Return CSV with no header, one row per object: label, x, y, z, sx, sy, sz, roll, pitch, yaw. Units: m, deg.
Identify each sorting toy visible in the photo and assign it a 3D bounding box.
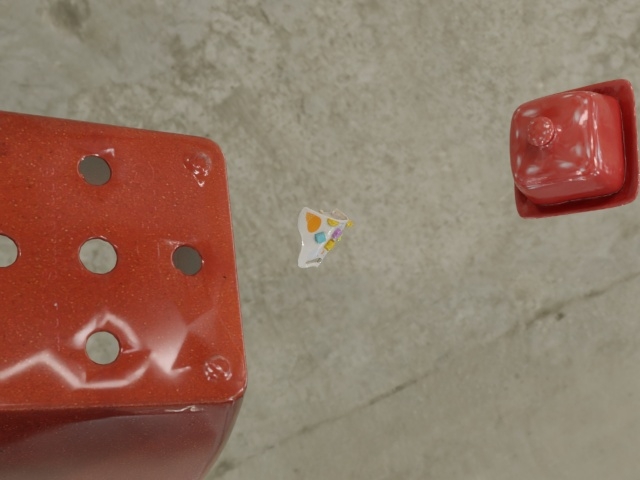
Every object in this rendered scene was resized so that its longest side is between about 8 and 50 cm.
sorting toy,0.000,0.000,1.050,0.083,0.045,0.075,-2,120,-61

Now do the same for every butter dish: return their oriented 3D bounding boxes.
butter dish,0.285,-0.117,1.007,0.160,0.159,0.118,-8,166,39

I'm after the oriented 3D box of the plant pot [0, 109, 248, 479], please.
plant pot,-0.188,0.048,0.586,0.268,0.267,0.236,4,157,-30
